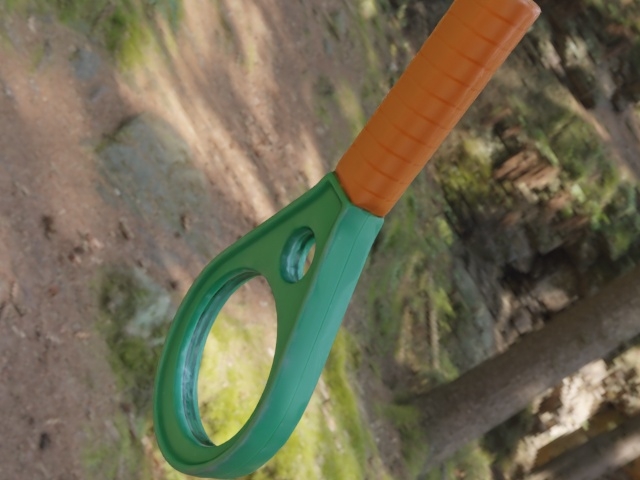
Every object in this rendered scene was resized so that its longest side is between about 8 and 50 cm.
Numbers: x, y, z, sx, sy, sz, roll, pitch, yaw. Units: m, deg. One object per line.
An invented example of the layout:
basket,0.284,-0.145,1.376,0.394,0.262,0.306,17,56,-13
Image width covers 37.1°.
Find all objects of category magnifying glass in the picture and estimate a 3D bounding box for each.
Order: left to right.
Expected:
magnifying glass,0.000,0.000,0.363,0.026,0.231,0.092,22,27,-35
